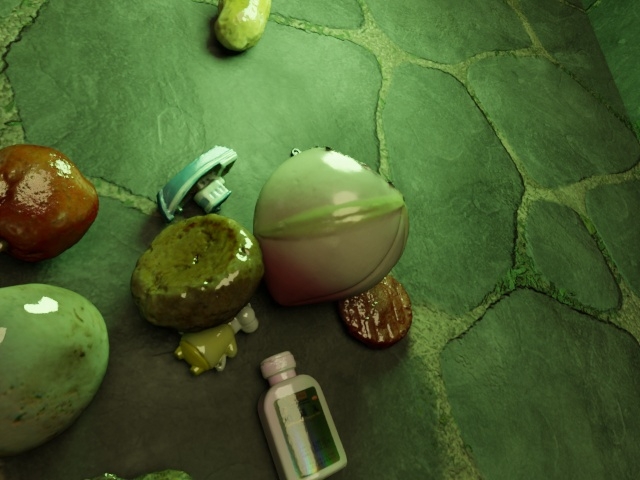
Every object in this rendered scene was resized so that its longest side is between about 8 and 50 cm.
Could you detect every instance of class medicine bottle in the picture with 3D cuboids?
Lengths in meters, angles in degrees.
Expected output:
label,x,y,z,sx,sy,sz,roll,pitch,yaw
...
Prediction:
label,x,y,z,sx,sy,sz,roll,pitch,yaw
medicine bottle,-0.044,0.308,0.843,0.115,0.078,0.219,-12,71,-29

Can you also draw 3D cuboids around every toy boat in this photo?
label,x,y,z,sx,sy,sz,roll,pitch,yaw
toy boat,-0.233,-0.104,0.964,0.102,0.088,0.215,45,53,-3

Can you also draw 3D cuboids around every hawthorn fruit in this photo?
label,x,y,z,sx,sy,sz,roll,pitch,yaw
hawthorn fruit,-0.467,-0.046,0.763,0.179,0.179,0.201,32,56,-7

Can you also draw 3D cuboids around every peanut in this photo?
label,x,y,z,sx,sy,sz,roll,pitch,yaw
peanut,-0.196,-0.570,1.207,0.129,0.129,0.225,18,58,-17

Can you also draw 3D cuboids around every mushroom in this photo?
label,x,y,z,sx,sy,sz,roll,pitch,yaw
mushroom,-0.437,0.166,0.670,0.243,0.243,0.244,11,60,-20

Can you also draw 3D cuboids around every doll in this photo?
label,x,y,z,sx,sy,sz,roll,pitch,yaw
doll,-0.182,0.165,0.861,0.106,0.062,0.162,45,56,3

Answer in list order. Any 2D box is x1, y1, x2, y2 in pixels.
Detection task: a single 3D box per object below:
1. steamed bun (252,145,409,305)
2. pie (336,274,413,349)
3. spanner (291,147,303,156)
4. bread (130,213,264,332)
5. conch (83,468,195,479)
label,x,y,z,sx,sy,sz,roll,pitch,yaw
steamed bun,0.000,0.000,0.917,0.309,0.309,0.310,11,60,-20
pie,0.117,0.143,1.028,0.182,0.049,0.183,13,59,-22
spanner,0.023,-0.173,1.172,0.208,0.012,0.046,25,56,-11
bread,-0.207,0.060,0.833,0.229,0.123,0.230,-10,46,10
conch,-0.253,0.393,0.665,0.207,0.130,0.155,18,44,0
